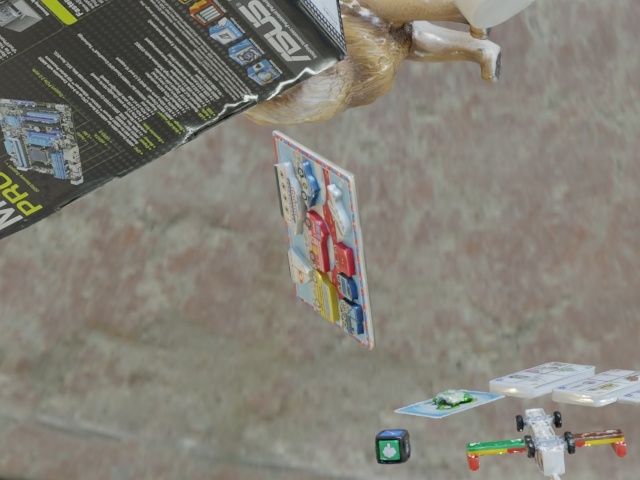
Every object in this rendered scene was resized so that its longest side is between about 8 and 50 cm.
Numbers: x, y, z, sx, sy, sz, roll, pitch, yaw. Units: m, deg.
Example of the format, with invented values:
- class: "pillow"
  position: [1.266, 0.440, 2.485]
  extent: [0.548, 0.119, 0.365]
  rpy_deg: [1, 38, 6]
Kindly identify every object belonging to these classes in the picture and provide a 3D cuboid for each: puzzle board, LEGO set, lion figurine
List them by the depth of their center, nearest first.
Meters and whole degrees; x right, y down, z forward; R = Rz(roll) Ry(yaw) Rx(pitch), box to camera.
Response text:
- class: "puzzle board"
  position: [0.000, 0.000, 1.256]
  extent: [0.011, 0.096, 0.128]
  rpy_deg: [-22, 121, -26]
- class: "LEGO set"
  position: [0.160, 0.142, 1.415]
  extent: [0.182, 0.244, 0.060]
  rpy_deg: [3, 101, 48]
- class: "lion figurine"
  position: [0.054, -0.270, 1.654]
  extent: [0.240, 0.142, 0.392]
  rpy_deg: [11, 72, 17]

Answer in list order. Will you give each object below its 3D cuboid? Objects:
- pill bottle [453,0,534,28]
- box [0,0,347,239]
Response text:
- class: "pill bottle"
  position: [0.083, -0.242, 1.306]
  extent: [0.112, 0.112, 0.187]
  rpy_deg: [-40, 75, 17]
- class: "box"
  position: [-0.148, -0.129, 0.832]
  extent: [0.216, 0.060, 0.270]
  rpy_deg: [-26, 135, 21]
